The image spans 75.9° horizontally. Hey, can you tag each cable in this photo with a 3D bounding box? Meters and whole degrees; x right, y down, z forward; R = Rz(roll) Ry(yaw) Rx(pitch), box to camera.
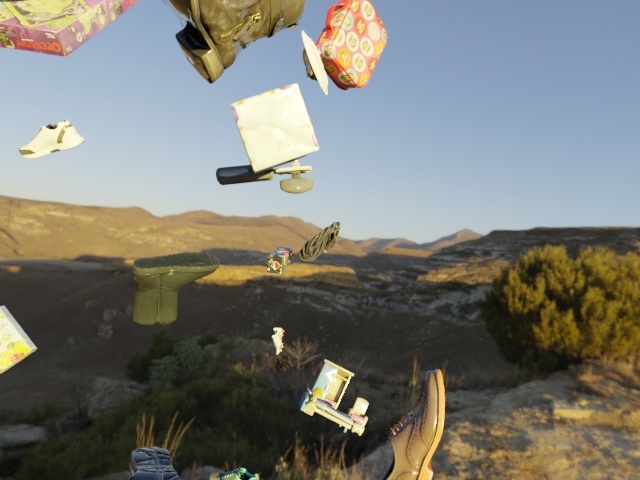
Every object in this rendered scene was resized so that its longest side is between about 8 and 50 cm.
[{"bbox_3d":[0.000,0.000,1.376,0.151,0.047,0.184,-22,-23,-37],"label":"cable"}]

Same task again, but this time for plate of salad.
[{"bbox_3d":[-0.025,-0.548,1.281,0.048,0.199,0.200,-19,-9,14],"label":"plate of salad"}]

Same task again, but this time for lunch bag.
[{"bbox_3d":[0.105,-0.730,1.494,0.120,0.292,0.258,13,-17,46],"label":"lunch bag"}]

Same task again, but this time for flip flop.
[{"bbox_3d":[-0.371,0.530,0.880,0.113,0.079,0.277,16,-8,-24],"label":"flip flop"}]

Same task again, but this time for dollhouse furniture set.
[{"bbox_3d":[0.087,0.603,1.574,0.287,0.197,0.303,26,-15,2],"label":"dollhouse furniture set"}]

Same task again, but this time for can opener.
[{"bbox_3d":[-0.157,-0.182,1.189,0.281,0.093,0.074,-2,-4,-8],"label":"can opener"}]

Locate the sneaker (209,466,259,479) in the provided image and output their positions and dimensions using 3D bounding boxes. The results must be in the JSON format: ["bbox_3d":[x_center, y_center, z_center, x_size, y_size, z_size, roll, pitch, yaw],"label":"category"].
[{"bbox_3d":[-0.231,0.654,1.126,0.167,0.076,0.065,3,6,21],"label":"sneaker"}]

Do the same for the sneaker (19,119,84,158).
[{"bbox_3d":[-0.427,-0.160,0.645,0.109,0.043,0.040,-14,32,10],"label":"sneaker"}]

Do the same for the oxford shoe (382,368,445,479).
[{"bbox_3d":[0.196,0.398,0.858,0.099,0.270,0.097,14,-13,12],"label":"oxford shoe"}]

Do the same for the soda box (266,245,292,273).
[{"bbox_3d":[-0.142,0.067,1.442,0.054,0.059,0.169,8,12,5],"label":"soda box"}]

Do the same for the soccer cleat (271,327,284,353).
[{"bbox_3d":[-0.131,0.302,1.237,0.036,0.083,0.029,21,-39,-20],"label":"soccer cleat"}]

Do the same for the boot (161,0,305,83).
[{"bbox_3d":[-0.111,-0.368,0.583,0.091,0.229,0.263,45,-14,9],"label":"boot"}]

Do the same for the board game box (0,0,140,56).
[{"bbox_3d":[-0.493,-0.455,0.780,0.209,0.346,0.056,7,-43,6],"label":"board game box"}]

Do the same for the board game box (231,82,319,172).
[{"bbox_3d":[-0.111,-0.245,0.953,0.145,0.141,0.275,-20,10,-6],"label":"board game box"}]

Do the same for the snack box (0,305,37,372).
[{"bbox_3d":[-0.808,0.250,1.031,0.100,0.141,0.037,-36,1,-14],"label":"snack box"}]

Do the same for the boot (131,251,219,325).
[{"bbox_3d":[-0.434,0.146,1.230,0.247,0.206,0.094,-5,31,-29],"label":"boot"}]
